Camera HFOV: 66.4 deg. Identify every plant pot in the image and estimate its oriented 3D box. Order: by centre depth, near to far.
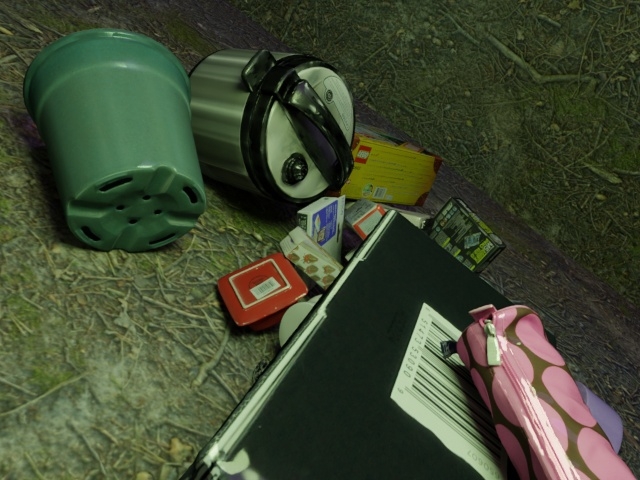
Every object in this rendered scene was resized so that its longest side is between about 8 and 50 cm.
[{"bbox_3d":[-0.396,-0.180,0.992,0.341,0.341,0.334,5,50,-41],"label":"plant pot"}]

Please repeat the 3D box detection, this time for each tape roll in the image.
[{"bbox_3d":[0.506,0.438,1.055,0.090,0.275,0.275,41,31,7],"label":"tape roll"}]

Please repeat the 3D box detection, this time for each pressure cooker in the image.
[{"bbox_3d":[-0.109,-0.284,1.246,0.420,0.376,0.369,21,23,37],"label":"pressure cooker"}]

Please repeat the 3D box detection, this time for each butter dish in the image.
[{"bbox_3d":[-0.116,0.127,1.033,0.160,0.118,0.160,-25,41,-14],"label":"butter dish"}]

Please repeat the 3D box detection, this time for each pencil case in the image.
[{"bbox_3d":[0.176,0.149,0.378,0.209,0.095,0.098,-107,170,-48],"label":"pencil case"}]

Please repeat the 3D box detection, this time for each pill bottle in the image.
[{"bbox_3d":[0.043,0.187,1.024,0.264,0.153,0.153,5,41,-54],"label":"pill bottle"}]

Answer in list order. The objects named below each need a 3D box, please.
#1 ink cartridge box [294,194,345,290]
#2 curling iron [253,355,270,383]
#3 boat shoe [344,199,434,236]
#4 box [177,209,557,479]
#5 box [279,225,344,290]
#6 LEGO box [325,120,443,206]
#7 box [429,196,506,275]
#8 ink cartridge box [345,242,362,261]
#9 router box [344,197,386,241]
[{"bbox_3d":[0.000,0.000,1.238,0.045,0.206,0.208,12,22,24],"label":"ink cartridge box"},{"bbox_3d":[-0.020,0.265,1.006,0.274,0.035,0.068,7,41,-40],"label":"curling iron"},{"bbox_3d":[0.182,-0.033,1.555,0.340,0.158,0.127,18,16,32],"label":"boat shoe"},{"bbox_3d":[0.007,0.286,0.571,0.297,0.472,0.480,39,30,3],"label":"box"},{"bbox_3d":[0.034,0.090,1.154,0.324,0.063,0.067,43,9,-33],"label":"box"},{"bbox_3d":[0.109,-0.289,1.660,0.500,0.193,0.372,1,28,-44],"label":"LEGO box"},{"bbox_3d":[0.404,0.035,1.520,0.060,0.270,0.216,-3,47,-45],"label":"box"},{"bbox_3d":[0.207,0.177,1.193,0.371,0.069,0.176,50,1,27],"label":"ink cartridge box"},{"bbox_3d":[0.188,0.034,1.285,0.301,0.082,0.335,51,3,-8],"label":"router box"}]
